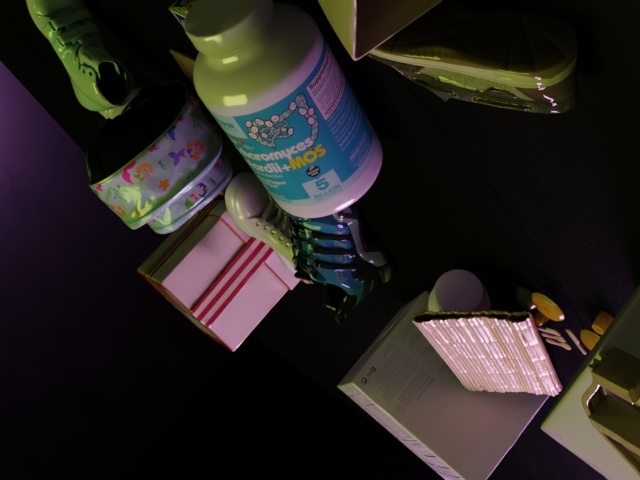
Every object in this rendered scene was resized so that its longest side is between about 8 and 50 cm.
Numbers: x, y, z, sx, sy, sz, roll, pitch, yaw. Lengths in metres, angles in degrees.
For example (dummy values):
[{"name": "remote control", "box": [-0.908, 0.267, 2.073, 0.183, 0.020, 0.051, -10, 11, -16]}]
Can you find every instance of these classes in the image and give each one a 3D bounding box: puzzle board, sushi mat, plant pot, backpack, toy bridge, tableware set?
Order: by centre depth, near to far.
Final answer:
[{"name": "toy bridge", "box": [0.221, 0.134, 0.601, 0.063, 0.026, 0.188, 30, 162, 47]}, {"name": "plant pot", "box": [0.037, -0.219, 0.611, 0.096, 0.109, 0.109, 50, 169, 15]}, {"name": "tableware set", "box": [0.304, 0.097, 1.030, 0.104, 0.024, 0.154, 49, 166, -18]}, {"name": "sushi mat", "box": [0.242, 0.163, 1.184, 0.151, 0.019, 0.316, -2, 154, 23]}, {"name": "puzzle board", "box": [-0.170, -0.243, 1.293, 0.128, 0.011, 0.096, 30, 161, 38]}, {"name": "backpack", "box": [-0.256, -0.128, 1.347, 0.191, 0.225, 0.253, 51, -178, -20]}]

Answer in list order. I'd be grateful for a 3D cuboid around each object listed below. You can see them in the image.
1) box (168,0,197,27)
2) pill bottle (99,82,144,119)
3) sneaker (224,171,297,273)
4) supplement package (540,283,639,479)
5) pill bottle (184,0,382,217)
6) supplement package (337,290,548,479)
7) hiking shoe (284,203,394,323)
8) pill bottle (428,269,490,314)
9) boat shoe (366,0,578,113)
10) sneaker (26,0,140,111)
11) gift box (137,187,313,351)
[{"name": "box", "box": [-0.104, -0.235, 1.031, 0.169, 0.059, 0.054, 50, 166, -32]}, {"name": "pill bottle", "box": [-0.324, -0.220, 1.580, 0.186, 0.112, 0.112, 38, 166, 14]}, {"name": "sneaker", "box": [-0.051, -0.024, 1.501, 0.123, 0.106, 0.290, 17, 161, 40]}, {"name": "supplement package", "box": [0.322, 0.117, 0.704, 0.177, 0.175, 0.293, 36, 165, 18]}, {"name": "pill bottle", "box": [-0.042, -0.155, 0.924, 0.146, 0.146, 0.264, 28, 162, 43]}, {"name": "supplement package", "box": [0.199, 0.255, 1.434, 0.262, 0.199, 0.198, 40, 167, 3]}, {"name": "hiking shoe", "box": [0.000, 0.000, 1.325, 0.304, 0.132, 0.113, 49, 164, -30]}, {"name": "pill bottle", "box": [0.197, 0.102, 1.197, 0.087, 0.087, 0.160, 35, 165, 23]}, {"name": "boat shoe", "box": [0.106, -0.147, 0.682, 0.223, 0.080, 0.073, 24, 153, 40]}, {"name": "sneaker", "box": [-0.386, -0.334, 1.385, 0.151, 0.094, 0.256, 14, 133, 53]}, {"name": "gift box", "box": [-0.191, 0.062, 1.783, 0.255, 0.258, 0.276, 48, 164, -26]}]
